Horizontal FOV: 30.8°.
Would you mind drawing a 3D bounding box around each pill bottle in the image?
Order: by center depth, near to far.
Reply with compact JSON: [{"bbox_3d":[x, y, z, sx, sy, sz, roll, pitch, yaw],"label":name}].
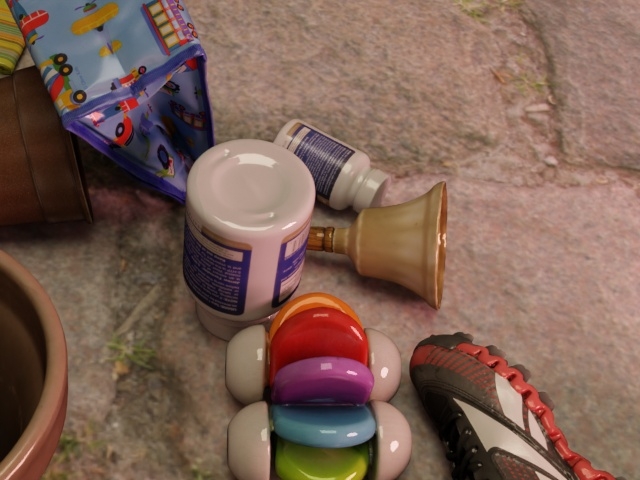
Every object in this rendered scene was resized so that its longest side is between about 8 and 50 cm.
[{"bbox_3d":[-0.069,0.008,1.057,0.112,0.186,0.112,5,51,-6],"label":"pill bottle"},{"bbox_3d":[0.010,-0.073,1.211,0.120,0.067,0.067,29,53,14],"label":"pill bottle"}]

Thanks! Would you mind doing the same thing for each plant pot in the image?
[{"bbox_3d":[-0.319,0.155,0.875,0.263,0.229,0.263,4,52,-6],"label":"plant pot"},{"bbox_3d":[-0.317,-0.082,1.116,0.165,0.167,0.167,-12,54,-9],"label":"plant pot"}]

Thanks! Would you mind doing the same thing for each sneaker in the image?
[{"bbox_3d":[0.155,0.196,1.000,0.135,0.097,0.276,-26,61,-29],"label":"sneaker"}]

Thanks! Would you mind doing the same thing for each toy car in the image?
[{"bbox_3d":[0.000,0.127,1.006,0.159,0.136,0.182,2,52,-8],"label":"toy car"}]

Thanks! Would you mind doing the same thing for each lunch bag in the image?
[{"bbox_3d":[-0.180,-0.173,1.123,0.138,0.293,0.221,-28,71,0],"label":"lunch bag"}]

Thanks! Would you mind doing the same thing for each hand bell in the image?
[{"bbox_3d":[0.000,0.000,1.148,0.242,0.126,0.126,2,51,9],"label":"hand bell"}]

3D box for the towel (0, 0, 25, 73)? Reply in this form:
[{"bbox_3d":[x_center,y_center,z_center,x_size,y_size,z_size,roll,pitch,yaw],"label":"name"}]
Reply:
[{"bbox_3d":[-0.369,-0.284,1.352,0.102,0.021,0.237,16,50,-3],"label":"towel"}]
